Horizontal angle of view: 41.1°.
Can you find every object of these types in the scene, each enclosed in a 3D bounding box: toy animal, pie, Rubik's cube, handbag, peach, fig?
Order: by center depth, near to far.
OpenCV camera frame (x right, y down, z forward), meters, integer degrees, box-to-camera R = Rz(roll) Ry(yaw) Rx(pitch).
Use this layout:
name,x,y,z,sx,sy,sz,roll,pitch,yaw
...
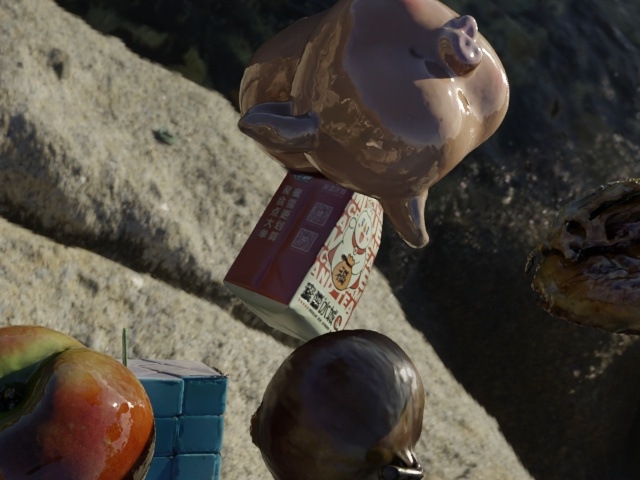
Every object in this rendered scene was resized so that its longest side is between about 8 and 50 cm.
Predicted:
name,x,y,z,sx,sy,sz,roll,pitch,yaw
toy animal,0.035,-0.150,0.879,0.237,0.326,0.269,33,59,-29
peach,-0.311,0.219,0.936,0.253,0.252,0.252,11,60,-20
fig,0.031,0.228,1.088,0.214,0.235,0.235,30,55,2
pie,0.419,0.019,1.113,0.308,0.308,0.085,-59,140,-35
handbag,0.000,0.000,1.346,0.298,0.151,0.171,-61,142,-17
Rubik's cube,-0.321,0.351,1.656,0.231,0.221,0.224,5,90,-22

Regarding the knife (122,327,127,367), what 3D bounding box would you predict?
name,x,y,z,sx,sy,sz,roll,pitch,yaw
knife,-0.324,0.248,1.417,0.014,0.030,0.207,-1,88,-20

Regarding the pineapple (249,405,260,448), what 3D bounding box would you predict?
name,x,y,z,sx,sy,sz,roll,pitch,yaw
pineapple,-0.058,0.351,1.774,0.128,0.128,0.248,43,22,1
